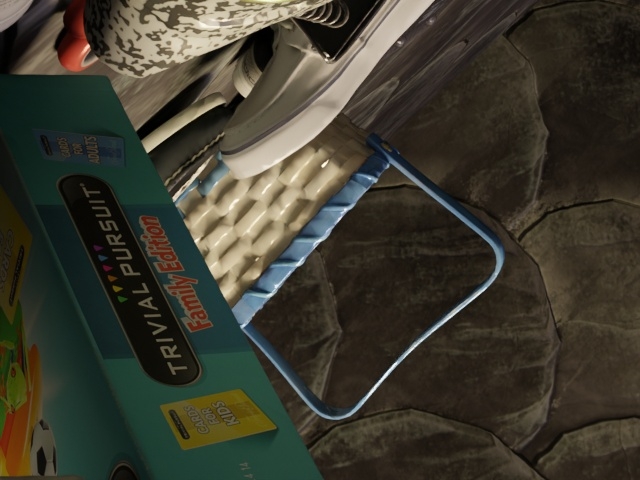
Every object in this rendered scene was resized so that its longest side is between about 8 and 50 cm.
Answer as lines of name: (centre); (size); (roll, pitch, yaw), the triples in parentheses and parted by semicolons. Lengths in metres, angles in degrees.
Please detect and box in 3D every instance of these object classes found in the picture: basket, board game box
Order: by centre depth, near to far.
board game box: (-0.115, 0.114, 0.813); (0.079, 0.336, 0.254); (-2, 128, -27)
basket: (0.000, 0.000, 1.600); (0.255, 0.289, 0.201); (-44, 177, 19)

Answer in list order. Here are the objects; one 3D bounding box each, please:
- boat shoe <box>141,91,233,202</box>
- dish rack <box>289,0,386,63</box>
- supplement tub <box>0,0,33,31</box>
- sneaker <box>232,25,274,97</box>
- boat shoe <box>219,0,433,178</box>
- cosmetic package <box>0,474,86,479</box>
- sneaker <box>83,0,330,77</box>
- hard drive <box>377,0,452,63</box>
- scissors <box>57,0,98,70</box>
boat shoe: (-0.174, 0.029, 1.341); (0.340, 0.113, 0.127); (-44, 177, -5)
dish rack: (0.024, -0.207, 0.953); (0.208, 0.074, 0.271); (-53, 174, 10)
supplement tub: (-0.115, -0.116, 0.531); (0.071, 0.071, 0.107); (-43, 176, -27)
sneaker: (0.004, -0.178, 1.367); (0.170, 0.063, 0.075); (-38, -178, -17)
boat shoe: (0.005, -0.167, 1.275); (0.267, 0.088, 0.096); (-47, -157, -6)
cosmetic package: (-0.252, 0.293, 0.518); (0.393, 0.327, 0.329); (10, 133, -49)
sneaker: (0.029, -0.195, 0.782); (0.410, 0.158, 0.182); (-32, 172, -39)
hard drive: (0.138, -0.293, 1.703); (0.255, 0.054, 0.172); (-46, 177, 36)
scissors: (-0.045, -0.189, 0.959); (0.297, 0.021, 0.109); (-42, 176, -30)
